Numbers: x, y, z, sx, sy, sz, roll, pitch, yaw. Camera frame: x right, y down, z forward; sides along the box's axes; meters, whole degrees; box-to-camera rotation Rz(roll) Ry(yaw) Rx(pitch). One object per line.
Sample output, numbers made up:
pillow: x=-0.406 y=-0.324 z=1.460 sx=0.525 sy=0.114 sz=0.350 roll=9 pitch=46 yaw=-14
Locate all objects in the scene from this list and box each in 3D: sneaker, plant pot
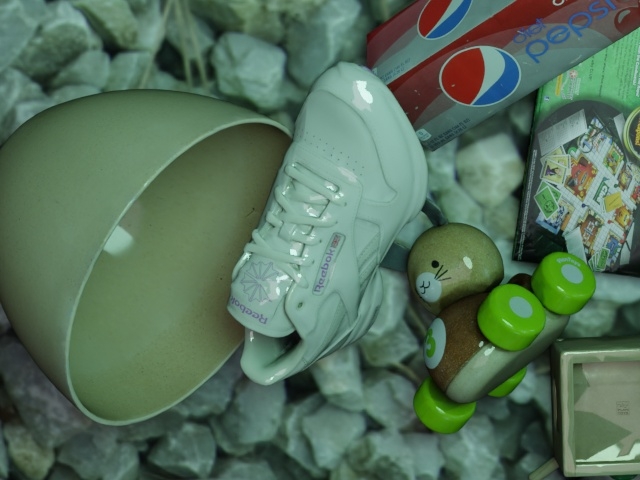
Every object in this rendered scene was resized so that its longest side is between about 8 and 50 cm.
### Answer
sneaker: x=0.000 y=0.000 z=1.127 sx=0.114 sy=0.152 sz=0.305 roll=31 pitch=133 yaw=25
plant pot: x=-0.173 y=-0.016 z=1.156 sx=0.191 sy=0.284 sz=0.284 roll=32 pitch=106 yaw=26

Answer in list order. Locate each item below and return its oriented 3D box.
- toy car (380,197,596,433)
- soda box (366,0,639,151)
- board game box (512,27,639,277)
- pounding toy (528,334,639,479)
toy car: x=0.111 y=0.039 z=1.183 sx=0.188 sy=0.149 sz=0.155 roll=47 pitch=136 yaw=17
soda box: x=0.160 y=-0.181 z=1.096 sx=0.263 sy=0.083 sz=0.092 roll=-31 pitch=129 yaw=31
board game box: x=0.251 y=-0.101 z=1.187 sx=0.136 sy=0.030 sz=0.260 roll=9 pitch=103 yaw=7
pounding toy: x=0.253 y=0.158 z=1.218 sx=0.130 sy=0.100 sz=0.141 roll=-2 pitch=95 yaw=2
